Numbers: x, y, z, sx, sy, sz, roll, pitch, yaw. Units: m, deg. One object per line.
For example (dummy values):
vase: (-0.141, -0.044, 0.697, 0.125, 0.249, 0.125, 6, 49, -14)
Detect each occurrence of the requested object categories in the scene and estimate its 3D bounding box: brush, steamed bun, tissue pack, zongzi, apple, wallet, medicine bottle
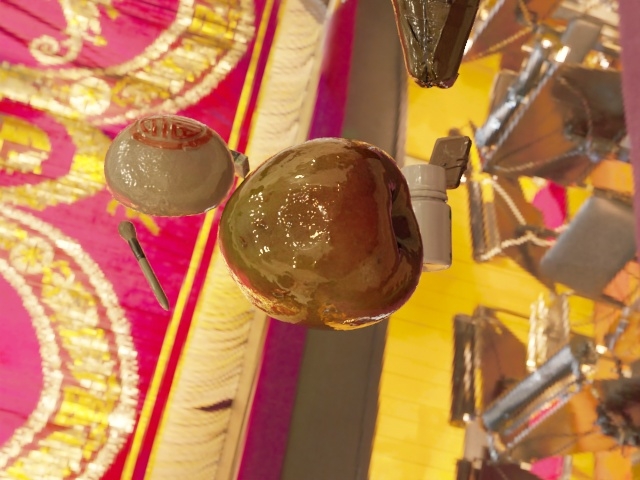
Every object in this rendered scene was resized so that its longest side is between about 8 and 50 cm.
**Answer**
brush: (-0.418, 0.055, 2.046, 0.299, 0.042, 0.039, 53, 164, 34)
steamed bun: (-0.324, -0.177, 1.853, 0.283, 0.283, 0.177, -88, 5, -60)
tissue pack: (-0.223, -0.198, 2.172, 0.042, 0.083, 0.062, -56, -20, -33)
zongzi: (0.155, -0.443, 1.636, 0.123, 0.289, 0.260, -9, -61, -67)
apple: (0.000, 0.000, 1.439, 0.338, 0.305, 0.338, 49, -147, -48)
wallet: (0.323, -0.198, 2.183, 0.118, 0.039, 0.152, -1, 59, 39)
medicine bottle: (0.237, -0.050, 1.999, 0.139, 0.139, 0.237, 129, 142, -72)
